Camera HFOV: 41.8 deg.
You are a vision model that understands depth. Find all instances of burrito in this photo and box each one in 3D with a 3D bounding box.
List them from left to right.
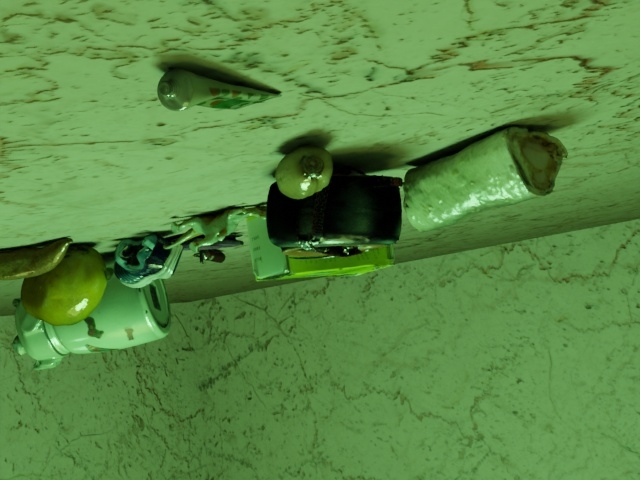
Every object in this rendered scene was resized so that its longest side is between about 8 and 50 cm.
[{"bbox_3d":[0.227,-0.085,1.251,0.143,0.105,0.299,-9,174,-29],"label":"burrito"}]

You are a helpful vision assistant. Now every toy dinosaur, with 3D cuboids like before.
[{"bbox_3d":[-0.194,-0.031,1.518,0.142,0.057,0.212,-27,-163,-32],"label":"toy dinosaur"}]

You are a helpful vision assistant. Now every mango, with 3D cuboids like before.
[{"bbox_3d":[-0.533,0.094,1.718,0.130,0.167,0.262,16,163,-39],"label":"mango"}]

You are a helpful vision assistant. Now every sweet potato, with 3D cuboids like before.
[{"bbox_3d":[-0.585,0.044,1.601,0.281,0.067,0.059,-14,-150,9],"label":"sweet potato"}]

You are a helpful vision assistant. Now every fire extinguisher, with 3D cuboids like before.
[{"bbox_3d":[-0.279,0.036,2.062,0.049,0.035,0.173,30,-179,11],"label":"fire extinguisher"}]

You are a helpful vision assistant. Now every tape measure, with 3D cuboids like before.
[{"bbox_3d":[0.022,-0.042,1.242,0.202,0.135,0.223,-2,177,9],"label":"tape measure"}]

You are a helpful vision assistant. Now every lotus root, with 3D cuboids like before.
[{"bbox_3d":[-0.021,-0.088,1.080,0.073,0.062,0.150,-30,-179,-13],"label":"lotus root"}]

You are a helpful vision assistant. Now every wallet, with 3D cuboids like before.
[{"bbox_3d":[-0.256,0.006,1.793,0.111,0.030,0.166,-12,173,33],"label":"wallet"}]

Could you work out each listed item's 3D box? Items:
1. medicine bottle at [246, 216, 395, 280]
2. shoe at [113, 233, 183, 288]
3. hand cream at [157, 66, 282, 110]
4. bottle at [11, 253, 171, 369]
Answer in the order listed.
[{"bbox_3d":[0.000,0.000,1.583,0.250,0.141,0.137,-4,169,-33],"label":"medicine bottle"},{"bbox_3d":[-0.366,0.033,1.696,0.106,0.092,0.207,32,150,-29],"label":"shoe"},{"bbox_3d":[-0.095,-0.132,0.763,0.057,0.037,0.165,-10,179,25],"label":"hand cream"},{"bbox_3d":[-0.539,0.156,1.914,0.351,0.229,0.229,-15,173,6],"label":"bottle"}]
